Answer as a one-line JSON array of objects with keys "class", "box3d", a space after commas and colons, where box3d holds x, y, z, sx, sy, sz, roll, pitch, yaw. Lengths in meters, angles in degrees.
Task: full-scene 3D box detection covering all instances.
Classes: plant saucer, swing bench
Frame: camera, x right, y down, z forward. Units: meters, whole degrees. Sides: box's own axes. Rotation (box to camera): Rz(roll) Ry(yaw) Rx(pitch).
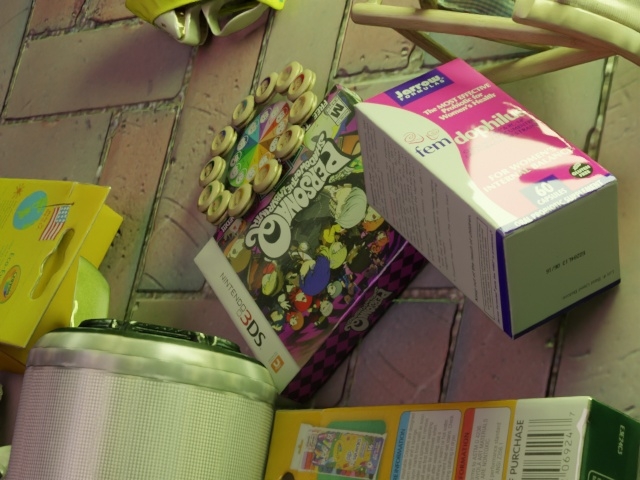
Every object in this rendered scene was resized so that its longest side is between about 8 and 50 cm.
[{"class": "plant saucer", "box3d": [-0.235, 0.136, 1.648, 0.241, 0.037, 0.241, -172, 90, -83]}, {"class": "swing bench", "box3d": [0.196, -0.270, 1.410, 0.254, 0.165, 0.253, 4, 73, 45]}]

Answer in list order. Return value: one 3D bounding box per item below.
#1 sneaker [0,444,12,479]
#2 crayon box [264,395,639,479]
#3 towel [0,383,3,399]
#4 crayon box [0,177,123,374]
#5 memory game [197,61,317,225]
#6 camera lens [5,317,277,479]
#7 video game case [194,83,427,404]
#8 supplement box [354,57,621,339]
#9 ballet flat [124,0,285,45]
[{"class": "sneaker", "box3d": [-0.306, 0.327, 1.594, 0.107, 0.110, 0.275, 17, 103, 20]}, {"class": "crayon box", "box3d": [0.089, 0.235, 1.328, 0.323, 0.083, 0.203, -7, 66, 42]}, {"class": "towel", "box3d": [-0.522, 0.277, 1.772, 0.317, 0.053, 0.332, -10, 39, 18]}, {"class": "crayon box", "box3d": [-0.347, 0.036, 1.827, 0.318, 0.081, 0.202, 5, 63, 46]}, {"class": "memory game", "box3d": [-0.065, -0.097, 1.653, 0.186, 0.012, 0.186, -41, 30, 30]}, {"class": "camera lens", "box3d": [-0.160, 0.215, 1.437, 0.219, 0.219, 0.274, -3, 74, 44]}, {"class": "video game case", "box3d": [0.000, 0.000, 1.559, 0.232, 0.042, 0.210, -50, 45, 14]}, {"class": "supplement box", "box3d": [0.133, -0.039, 1.365, 0.111, 0.114, 0.220, -26, 42, -19]}, {"class": "ballet flat", "box3d": [-0.123, -0.250, 1.785, 0.231, 0.077, 0.077, -11, 80, 39]}]
